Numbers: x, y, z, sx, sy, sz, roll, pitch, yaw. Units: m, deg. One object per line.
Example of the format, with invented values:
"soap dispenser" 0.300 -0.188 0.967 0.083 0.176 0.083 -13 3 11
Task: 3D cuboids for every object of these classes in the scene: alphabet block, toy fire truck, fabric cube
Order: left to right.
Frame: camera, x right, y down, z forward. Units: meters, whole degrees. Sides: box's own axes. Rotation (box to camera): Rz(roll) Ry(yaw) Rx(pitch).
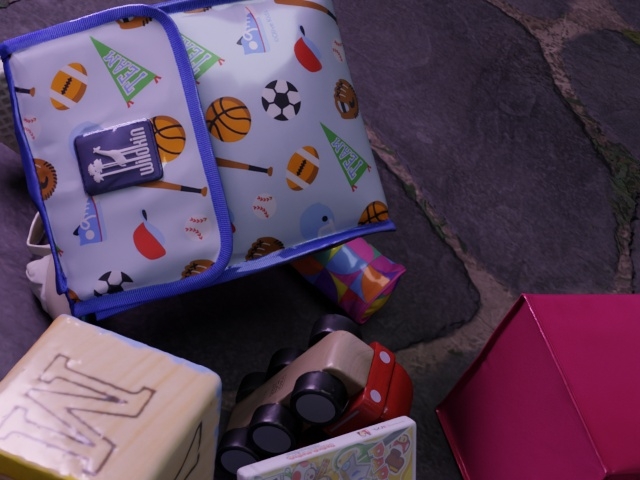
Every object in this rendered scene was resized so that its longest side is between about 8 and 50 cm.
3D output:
"alphabet block" -0.227 0.225 1.429 0.193 0.192 0.197 18 39 14
"toy fire truck" 0.033 0.240 1.594 0.246 0.217 0.158 36 40 -17
"fabric cube" 0.335 0.234 1.729 0.258 0.259 0.254 0 52 -28

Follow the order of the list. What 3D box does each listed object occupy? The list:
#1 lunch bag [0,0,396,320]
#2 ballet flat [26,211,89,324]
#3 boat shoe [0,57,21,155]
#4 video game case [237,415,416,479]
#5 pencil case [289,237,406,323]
"lunch bag" -0.145 -0.107 1.637 0.385 0.239 0.328 -15 90 -27
"ballet flat" -0.307 0.023 1.695 0.086 0.086 0.248 15 44 -18
"boat shoe" -0.217 -0.182 1.861 0.500 0.187 0.156 1 45 -35
"video game case" 0.011 0.312 1.494 0.206 0.227 0.026 -13 23 -30
"pencil case" 0.000 0.000 1.871 0.236 0.104 0.104 44 44 11
